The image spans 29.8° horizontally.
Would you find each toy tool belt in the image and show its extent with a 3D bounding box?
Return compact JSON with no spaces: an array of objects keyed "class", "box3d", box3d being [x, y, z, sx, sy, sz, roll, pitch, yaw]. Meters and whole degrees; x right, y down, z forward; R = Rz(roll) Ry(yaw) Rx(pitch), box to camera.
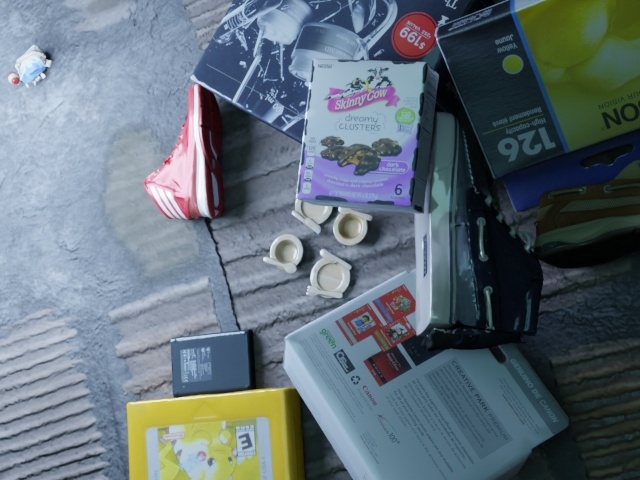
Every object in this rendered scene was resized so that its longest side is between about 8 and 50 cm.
[{"class":"toy tool belt","box3d":[-0.499,-0.291,2.070,0.083,0.052,0.051,-46,60,9]}]

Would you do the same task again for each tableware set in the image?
[{"class":"tableware set","box3d":[0.000,0.000,1.841,0.141,0.020,0.168,25,91,23]}]

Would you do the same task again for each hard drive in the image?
[{"class":"hard drive","box3d":[-0.167,0.192,1.871,0.135,0.022,0.094,-8,78,20]}]

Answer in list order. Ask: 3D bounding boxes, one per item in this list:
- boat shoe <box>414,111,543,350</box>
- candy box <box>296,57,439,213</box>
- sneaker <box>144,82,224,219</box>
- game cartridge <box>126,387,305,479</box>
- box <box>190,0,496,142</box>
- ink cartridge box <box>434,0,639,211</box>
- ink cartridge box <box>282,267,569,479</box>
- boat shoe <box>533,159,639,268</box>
[{"class":"boat shoe","box3d":[0.217,-0.009,1.652,0.158,0.127,0.340,5,73,-7]},{"class":"candy box","box3d":[0.063,-0.142,1.623,0.165,0.070,0.196,5,85,20]},{"class":"sneaker","box3d":[-0.227,-0.139,1.919,0.128,0.087,0.221,-7,77,19]},{"class":"game cartridge","box3d":[-0.158,0.394,1.818,0.285,0.053,0.323,-8,77,20]},{"class":"box","box3d":[0.044,-0.281,1.787,0.343,0.179,0.312,30,94,23]},{"class":"ink cartridge box","box3d":[0.349,-0.198,1.616,0.304,0.072,0.307,-19,113,18]},{"class":"ink cartridge box","box3d":[0.141,0.215,1.666,0.272,0.130,0.309,-28,69,-15]},{"class":"boat shoe","box3d":[0.435,-0.052,1.617,0.324,0.122,0.119,-12,67,26]}]
